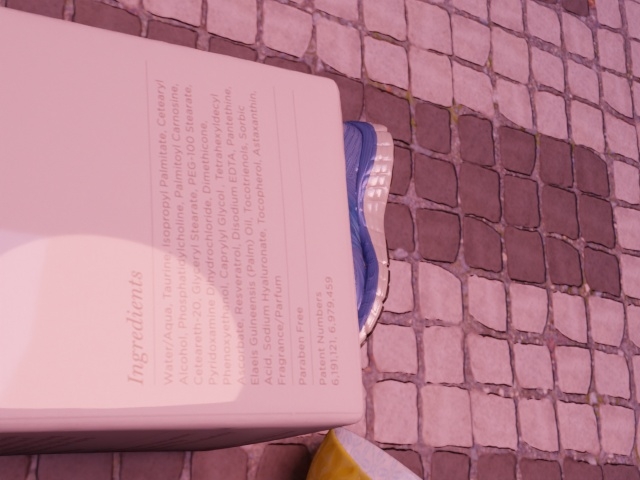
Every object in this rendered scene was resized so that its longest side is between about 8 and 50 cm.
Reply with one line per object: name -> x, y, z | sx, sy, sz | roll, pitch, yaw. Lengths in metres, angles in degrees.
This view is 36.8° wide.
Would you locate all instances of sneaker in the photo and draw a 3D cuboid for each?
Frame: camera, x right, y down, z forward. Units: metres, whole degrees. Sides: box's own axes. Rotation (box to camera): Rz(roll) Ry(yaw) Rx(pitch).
sneaker -> 0.000, 0.000, 1.177 | 0.147, 0.130, 0.330 | 10, 66, -16

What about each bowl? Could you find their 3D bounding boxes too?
bowl -> 0.078, 0.353, 1.042 | 0.289, 0.289, 0.156 | 39, 89, -18

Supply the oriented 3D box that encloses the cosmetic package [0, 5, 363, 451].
cosmetic package -> -0.217, 0.024, 0.874 | 0.394, 0.329, 0.327 | 6, 72, -33
